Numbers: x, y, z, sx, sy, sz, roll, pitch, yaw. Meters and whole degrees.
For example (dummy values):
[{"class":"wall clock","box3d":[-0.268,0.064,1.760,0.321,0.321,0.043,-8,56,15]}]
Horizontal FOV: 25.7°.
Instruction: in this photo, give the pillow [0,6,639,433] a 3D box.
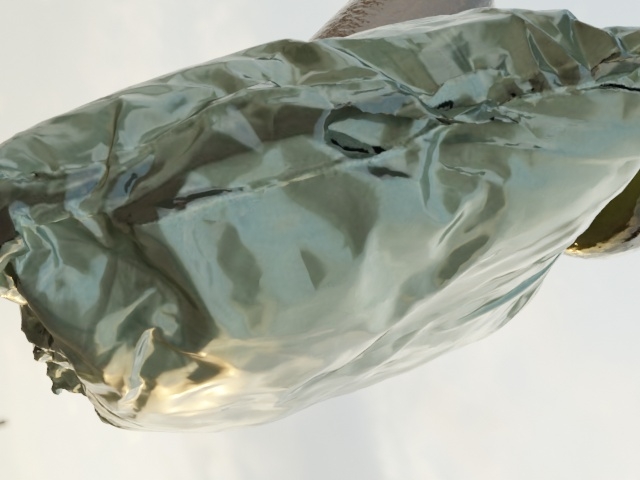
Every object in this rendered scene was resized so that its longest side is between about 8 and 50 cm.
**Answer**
[{"class":"pillow","box3d":[0.000,0.000,0.631,0.310,0.284,0.138,111,-38,-72]}]

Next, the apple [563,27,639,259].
[{"class":"apple","box3d":[0.230,-0.081,1.170,0.196,0.157,0.196,-4,-98,31]}]

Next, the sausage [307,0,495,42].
[{"class":"sausage","box3d":[0.056,-0.146,1.163,0.123,0.253,0.123,21,-44,22]}]
